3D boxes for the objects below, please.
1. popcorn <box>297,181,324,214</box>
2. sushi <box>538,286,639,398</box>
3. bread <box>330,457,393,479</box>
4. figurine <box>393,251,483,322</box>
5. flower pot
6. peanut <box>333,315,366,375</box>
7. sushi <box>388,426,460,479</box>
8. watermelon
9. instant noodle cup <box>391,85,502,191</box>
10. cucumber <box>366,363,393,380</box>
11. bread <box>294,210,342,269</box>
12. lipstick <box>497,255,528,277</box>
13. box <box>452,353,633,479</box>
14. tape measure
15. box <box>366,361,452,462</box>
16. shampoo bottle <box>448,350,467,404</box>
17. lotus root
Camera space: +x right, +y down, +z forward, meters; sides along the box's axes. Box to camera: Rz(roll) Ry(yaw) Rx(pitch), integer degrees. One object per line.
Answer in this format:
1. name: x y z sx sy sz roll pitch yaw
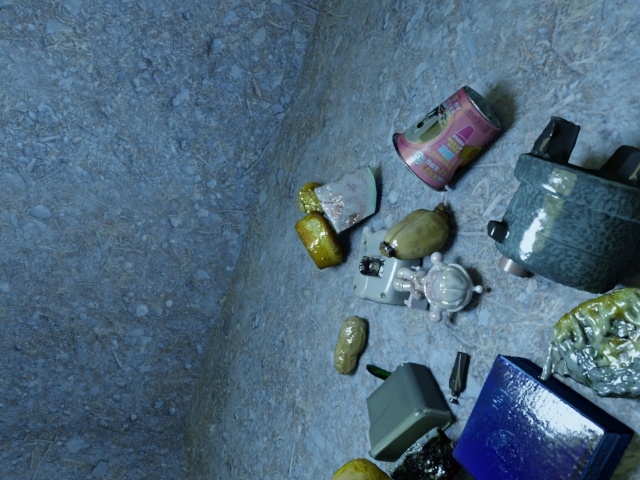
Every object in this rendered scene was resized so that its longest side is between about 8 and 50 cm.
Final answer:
1. popcorn: -0.033 -0.186 2.051 0.163 0.140 0.194 -45 42 -5
2. sushi: 0.556 0.200 0.796 0.274 0.139 0.184 -43 40 50
3. bread: 0.157 0.771 1.106 0.394 0.250 0.361 -130 25 -59
4. figurine: 0.340 0.141 1.239 0.182 0.144 0.256 -60 23 -13
5. flower pot: 0.507 -0.080 0.871 0.299 0.298 0.283 53 131 56
6. peanut: 0.107 0.384 1.578 0.108 0.095 0.226 33 108 64
7. sushi: 0.272 0.583 1.116 0.126 0.136 0.225 44 140 33
8. watermelon: 0.098 -0.150 1.729 0.310 0.231 0.193 -34 85 39
9. instant noodle cup: 0.382 -0.309 1.281 0.255 0.243 0.244 -41 43 35
10. cucumber: 0.202 0.446 1.444 0.184 0.033 0.036 -5 91 62
11. bread: 0.000 0.000 1.809 0.145 0.268 0.268 -29 39 2
12. lipstick: 0.517 -0.037 1.047 0.070 0.070 0.255 42 114 59
13. box: 0.449 0.434 0.918 0.261 0.116 0.279 38 110 61
14. tape measure: 0.216 0.085 1.484 0.265 0.130 0.259 1 76 61
15. box: 0.240 0.501 1.260 0.274 0.138 0.178 -54 29 30
16. shampoo bottle: 0.372 0.372 1.171 0.048 0.027 0.137 10 86 64
17. lotus root: 0.295 -0.015 1.321 0.140 0.256 0.154 67 163 -15
